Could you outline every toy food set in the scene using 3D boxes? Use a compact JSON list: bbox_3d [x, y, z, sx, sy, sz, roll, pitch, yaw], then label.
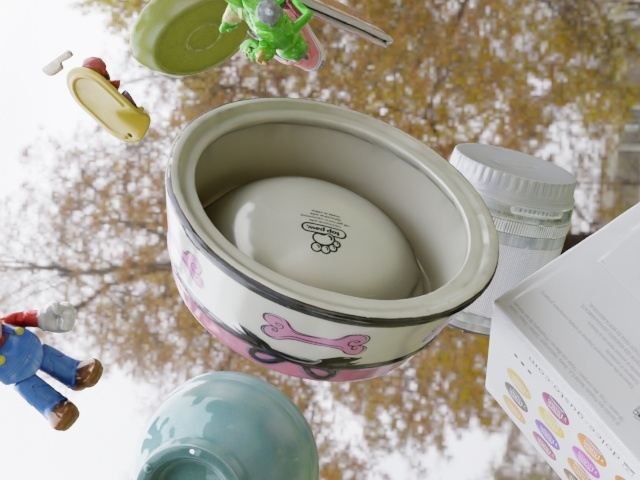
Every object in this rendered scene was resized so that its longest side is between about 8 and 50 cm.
[{"bbox_3d":[-0.396,-0.282,1.836,0.218,0.128,0.071,44,-124,-15],"label":"toy food set"}]

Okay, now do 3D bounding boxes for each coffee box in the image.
[{"bbox_3d":[0.458,0.175,1.309,0.338,0.337,0.334,-34,-26,-10],"label":"coffee box"}]

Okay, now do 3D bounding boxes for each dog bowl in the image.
[{"bbox_3d":[0.000,0.000,1.205,0.408,0.408,0.150,-53,-13,-51],"label":"dog bowl"}]

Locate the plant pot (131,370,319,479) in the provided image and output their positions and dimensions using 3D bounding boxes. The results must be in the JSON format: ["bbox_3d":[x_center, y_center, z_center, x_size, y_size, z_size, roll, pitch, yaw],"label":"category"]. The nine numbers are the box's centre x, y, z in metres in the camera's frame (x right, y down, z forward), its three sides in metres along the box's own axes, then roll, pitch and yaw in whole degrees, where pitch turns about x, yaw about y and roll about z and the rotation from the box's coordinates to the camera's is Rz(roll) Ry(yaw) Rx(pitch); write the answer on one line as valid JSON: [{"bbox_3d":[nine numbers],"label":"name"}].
[{"bbox_3d":[-0.167,0.364,1.506,0.196,0.293,0.293,-23,-66,-75],"label":"plant pot"}]

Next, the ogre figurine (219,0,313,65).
[{"bbox_3d":[-0.078,-0.283,1.235,0.097,0.118,0.197,-44,-22,-17],"label":"ogre figurine"}]

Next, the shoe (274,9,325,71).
[{"bbox_3d":[-0.064,-0.359,1.660,0.081,0.063,0.178,0,-129,-53],"label":"shoe"}]

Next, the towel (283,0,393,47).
[{"bbox_3d":[-0.064,-0.392,1.501,0.237,0.329,0.037,10,-65,-46],"label":"towel"}]

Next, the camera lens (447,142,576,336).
[{"bbox_3d":[0.276,0.003,1.595,0.219,0.219,0.274,-27,-45,-62],"label":"camera lens"}]

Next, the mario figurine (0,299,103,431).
[{"bbox_3d":[-0.498,0.175,1.565,0.320,0.170,0.198,38,-155,-25],"label":"mario figurine"}]

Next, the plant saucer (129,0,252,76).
[{"bbox_3d":[-0.201,-0.352,1.658,0.037,0.241,0.241,61,-165,22],"label":"plant saucer"}]
